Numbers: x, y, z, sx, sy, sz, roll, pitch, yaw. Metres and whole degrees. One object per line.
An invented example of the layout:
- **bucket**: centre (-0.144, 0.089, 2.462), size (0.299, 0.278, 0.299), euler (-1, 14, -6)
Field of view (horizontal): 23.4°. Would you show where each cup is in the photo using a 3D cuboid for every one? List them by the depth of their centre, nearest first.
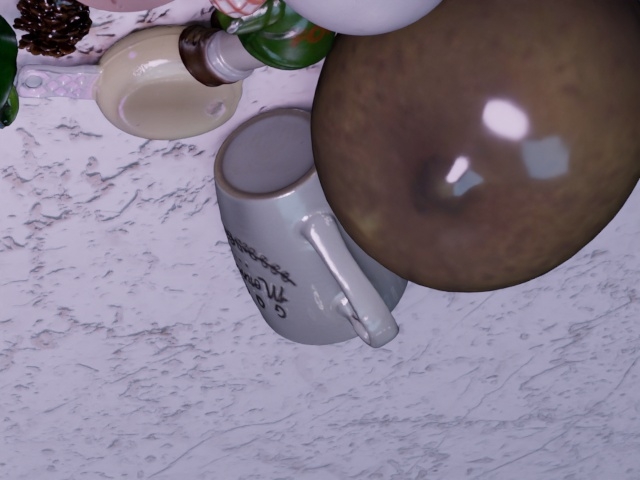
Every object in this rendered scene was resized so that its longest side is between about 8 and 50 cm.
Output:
- **cup**: centre (0.000, 0.000, 1.692), size (0.186, 0.258, 0.234), euler (-33, 140, -7)

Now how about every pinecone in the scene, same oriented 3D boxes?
- **pinecone**: centre (-0.252, -0.213, 1.451), size (0.077, 0.077, 0.083), euler (-8, 120, -13)

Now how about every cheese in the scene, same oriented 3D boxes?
- **cheese**: centre (-0.192, -0.158, 1.557), size (0.227, 0.064, 0.137), euler (0, 140, -21)

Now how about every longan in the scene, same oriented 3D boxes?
- **longan**: centre (0.160, -0.120, 1.514), size (0.361, 0.361, 0.361), euler (-12, 145, -8)

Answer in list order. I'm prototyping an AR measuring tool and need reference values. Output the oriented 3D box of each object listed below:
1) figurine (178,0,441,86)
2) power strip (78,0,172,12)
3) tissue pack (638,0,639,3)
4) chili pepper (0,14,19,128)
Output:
- **figurine**: centre (0.002, -0.242, 1.388), size (0.281, 0.167, 0.370), euler (-37, -174, -39)
- **power strip**: centre (-0.173, -0.282, 1.380), size (0.154, 0.078, 0.154), euler (-9, 144, -7)
- **tissue pack**: centre (0.380, -0.331, 1.473), size (0.242, 0.160, 0.338), euler (-35, 141, 8)
- **chili pepper**: centre (-0.362, -0.155, 1.405), size (0.174, 0.165, 0.261), euler (-50, 171, 14)
